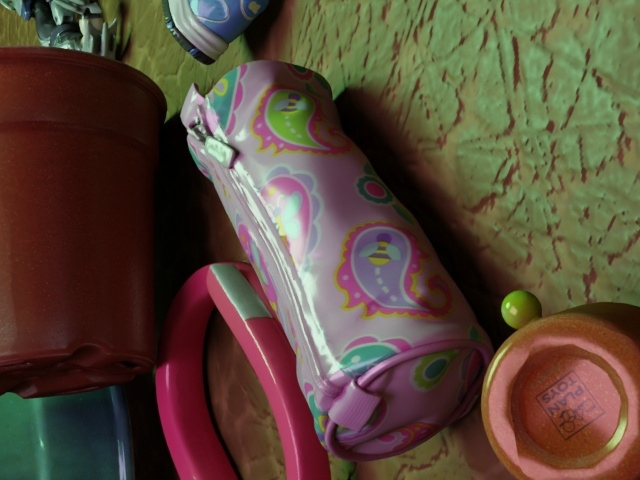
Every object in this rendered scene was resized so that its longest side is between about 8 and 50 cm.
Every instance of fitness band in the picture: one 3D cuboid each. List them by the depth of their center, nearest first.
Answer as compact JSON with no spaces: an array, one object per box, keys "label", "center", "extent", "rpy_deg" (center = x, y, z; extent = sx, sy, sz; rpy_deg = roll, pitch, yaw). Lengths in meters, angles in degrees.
[{"label":"fitness band","center":[-0.066,0.144,0.775],"extent":[0.291,0.054,0.209],"rpy_deg":[55,136,43]}]

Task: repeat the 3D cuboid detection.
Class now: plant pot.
[{"label":"plant pot","center":[-0.266,0.002,0.871],"extent":[0.272,0.273,0.265],"rpy_deg":[-33,61,52]},{"label":"plant pot","center":[-0.397,0.274,0.981],"extent":[0.341,0.334,0.341],"rpy_deg":[-5,85,64]}]

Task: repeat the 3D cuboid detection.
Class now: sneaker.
[{"label":"sneaker","center":[-0.094,-0.250,0.814],"extent":[0.081,0.080,0.211],"rpy_deg":[-30,59,22]}]

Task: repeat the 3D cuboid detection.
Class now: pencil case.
[{"label":"pencil case","center":[0.000,0.000,0.609],"extent":[0.284,0.124,0.124],"rpy_deg":[61,137,36]}]

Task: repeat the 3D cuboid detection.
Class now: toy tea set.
[{"label":"toy tea set","center":[0.176,0.159,0.379],"extent":[0.200,0.124,0.335],"rpy_deg":[-8,78,27]}]

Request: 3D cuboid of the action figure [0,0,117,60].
[{"label":"action figure","center":[-0.313,-0.251,1.116],"extent":[0.185,0.099,0.285],"rpy_deg":[-54,50,35]}]
